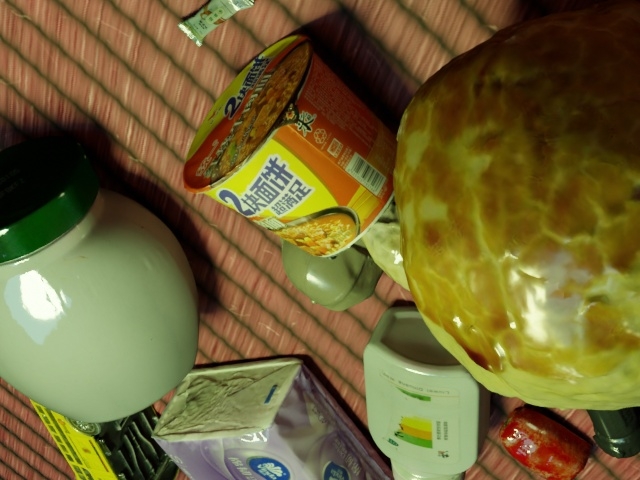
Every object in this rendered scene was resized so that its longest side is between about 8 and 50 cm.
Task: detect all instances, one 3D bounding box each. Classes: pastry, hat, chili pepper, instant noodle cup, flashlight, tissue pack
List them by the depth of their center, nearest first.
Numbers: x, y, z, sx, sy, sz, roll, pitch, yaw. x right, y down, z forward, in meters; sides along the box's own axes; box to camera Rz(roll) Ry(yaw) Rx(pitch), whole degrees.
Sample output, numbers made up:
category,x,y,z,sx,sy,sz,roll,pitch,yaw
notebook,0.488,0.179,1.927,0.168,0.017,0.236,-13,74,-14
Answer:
category,x,y,z,sx,sy,sz,roll,pitch,yaw
pastry,0.230,-0.035,1.243,0.312,0.389,0.388,16,150,-29
instant noodle cup,-0.020,-0.091,1.497,0.174,0.213,0.213,37,142,-24
flashlight,0.346,0.175,1.669,0.093,0.093,0.232,-1,138,33
hat,0.000,0.000,1.673,0.147,0.085,0.175,19,143,14
chili pepper,0.293,0.272,1.822,0.123,0.070,0.073,33,159,-10
tissue pack,-0.052,0.344,2.040,0.242,0.160,0.338,-10,128,40

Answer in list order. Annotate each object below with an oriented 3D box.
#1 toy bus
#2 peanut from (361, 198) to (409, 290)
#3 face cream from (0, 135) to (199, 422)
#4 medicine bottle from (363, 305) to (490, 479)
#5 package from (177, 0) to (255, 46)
category,x,y,z,sx,sy,sz,roll,pitch,yaw
toy bus,-0.342,0.304,2.189,0.152,0.144,0.330,5,136,27
peanut,0.182,0.019,1.550,0.290,0.130,0.130,16,141,13
face cream,-0.331,0.063,1.815,0.312,0.219,0.357,-18,125,10
medicine bottle,0.142,0.222,1.822,0.161,0.111,0.296,17,142,18
package,-0.116,-0.250,1.514,0.037,0.015,0.110,47,138,-15
